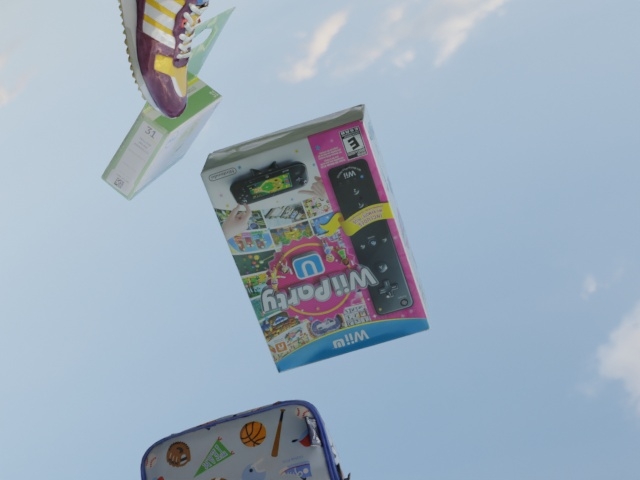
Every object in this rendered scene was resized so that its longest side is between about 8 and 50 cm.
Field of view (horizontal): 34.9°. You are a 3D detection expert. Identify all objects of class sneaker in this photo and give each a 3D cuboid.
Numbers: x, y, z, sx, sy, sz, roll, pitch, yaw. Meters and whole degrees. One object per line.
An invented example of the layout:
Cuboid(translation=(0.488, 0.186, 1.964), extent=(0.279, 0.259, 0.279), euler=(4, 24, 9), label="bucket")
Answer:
Cuboid(translation=(-0.136, -0.206, 0.945), extent=(0.083, 0.186, 0.069), euler=(-7, -160, 12), label="sneaker")

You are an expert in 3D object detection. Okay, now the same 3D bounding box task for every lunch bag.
Cuboid(translation=(-0.100, 0.376, 1.482), extent=(0.303, 0.115, 0.243), euler=(-16, -122, 2), label="lunch bag")

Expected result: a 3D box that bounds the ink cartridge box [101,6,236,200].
Cuboid(translation=(-0.178, -0.177, 1.313), extent=(0.235, 0.056, 0.171), euler=(-51, -179, 30), label="ink cartridge box")

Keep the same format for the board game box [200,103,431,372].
Cuboid(translation=(0.000, 0.000, 1.362), extent=(0.224, 0.303, 0.097), euler=(-17, -160, 8), label="board game box")
